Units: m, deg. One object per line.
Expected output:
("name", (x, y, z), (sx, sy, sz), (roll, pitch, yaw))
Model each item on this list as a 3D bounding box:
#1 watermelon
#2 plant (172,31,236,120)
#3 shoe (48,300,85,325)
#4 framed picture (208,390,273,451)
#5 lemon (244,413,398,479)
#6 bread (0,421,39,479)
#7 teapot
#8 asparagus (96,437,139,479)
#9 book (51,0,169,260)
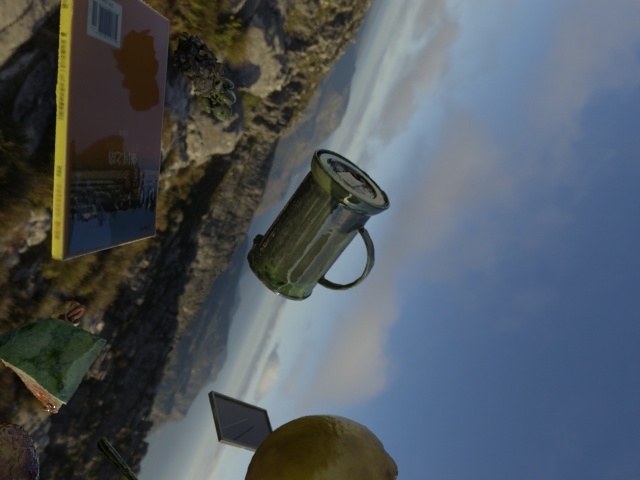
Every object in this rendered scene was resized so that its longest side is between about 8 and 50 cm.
("watermelon", (-0.346, 0.182, 0.696), (0.098, 0.121, 0.158), (-50, 143, -41))
("plant", (-0.194, -0.278, 0.885), (0.174, 0.087, 0.085), (65, 23, -53))
("shoe", (-0.659, 0.202, 1.304), (0.109, 0.069, 0.072), (-54, 136, -52))
("framed picture", (-0.195, 0.473, 1.301), (0.015, 0.203, 0.150), (-45, -140, 12))
("lemon", (-0.008, 0.438, 0.922), (0.236, 0.263, 0.236), (-172, -90, -68))
("bread", (-0.274, 0.194, 0.422), (0.053, 0.085, 0.085), (-19, -161, 16))
("teapot", (0.000, 0.000, 1.161), (0.337, 0.270, 0.200), (-52, 167, 24))
("asparagus", (-0.327, 0.447, 0.920), (0.023, 0.233, 0.022), (-44, 169, -25))
("book", (-0.301, -0.173, 0.754), (0.262, 0.028, 0.374), (-47, 144, -80))
